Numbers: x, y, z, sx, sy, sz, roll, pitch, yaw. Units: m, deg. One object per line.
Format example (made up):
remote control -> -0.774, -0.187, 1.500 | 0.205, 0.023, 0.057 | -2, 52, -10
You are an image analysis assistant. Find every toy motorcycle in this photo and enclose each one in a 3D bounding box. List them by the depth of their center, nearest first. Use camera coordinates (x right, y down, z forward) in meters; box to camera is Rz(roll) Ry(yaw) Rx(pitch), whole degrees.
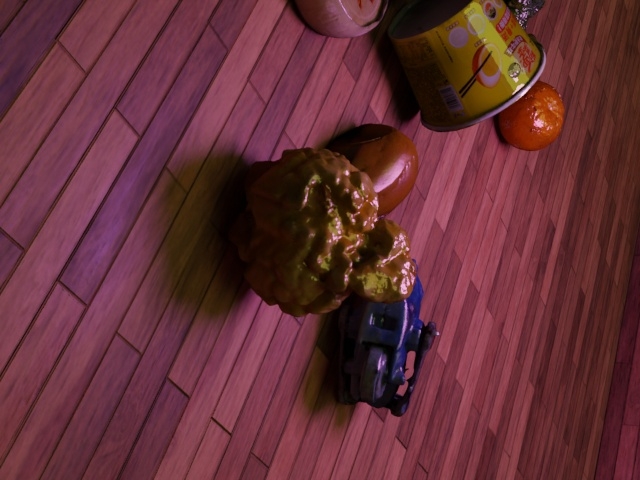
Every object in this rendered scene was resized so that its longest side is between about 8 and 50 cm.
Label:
toy motorcycle -> 0.115, 0.169, 1.707 | 0.182, 0.241, 0.319 | 18, 77, -13

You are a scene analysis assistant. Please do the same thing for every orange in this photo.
orange -> 0.563, -0.335, 2.363 | 0.193, 0.161, 0.193 | 0, 90, -44

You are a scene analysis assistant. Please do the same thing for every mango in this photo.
mango -> 0.100, -0.121, 1.684 | 0.236, 0.136, 0.166 | -33, 120, -46

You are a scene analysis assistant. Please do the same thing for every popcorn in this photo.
popcorn -> 0.000, 0.000, 1.405 | 0.265, 0.332, 0.225 | -52, 172, -6

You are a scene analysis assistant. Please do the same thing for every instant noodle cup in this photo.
instant noodle cup -> 0.298, -0.413, 1.868 | 0.221, 0.311, 0.311 | 54, 47, -29

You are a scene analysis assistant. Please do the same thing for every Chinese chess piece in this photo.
Chinese chess piece -> 0.035, -0.502, 1.627 | 0.249, 0.103, 0.250 | 2, 88, -58

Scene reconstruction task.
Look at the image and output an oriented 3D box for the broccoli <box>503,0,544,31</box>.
broccoli -> 0.395, -0.610, 2.049 | 0.283, 0.321, 0.304 | 8, 99, -21
